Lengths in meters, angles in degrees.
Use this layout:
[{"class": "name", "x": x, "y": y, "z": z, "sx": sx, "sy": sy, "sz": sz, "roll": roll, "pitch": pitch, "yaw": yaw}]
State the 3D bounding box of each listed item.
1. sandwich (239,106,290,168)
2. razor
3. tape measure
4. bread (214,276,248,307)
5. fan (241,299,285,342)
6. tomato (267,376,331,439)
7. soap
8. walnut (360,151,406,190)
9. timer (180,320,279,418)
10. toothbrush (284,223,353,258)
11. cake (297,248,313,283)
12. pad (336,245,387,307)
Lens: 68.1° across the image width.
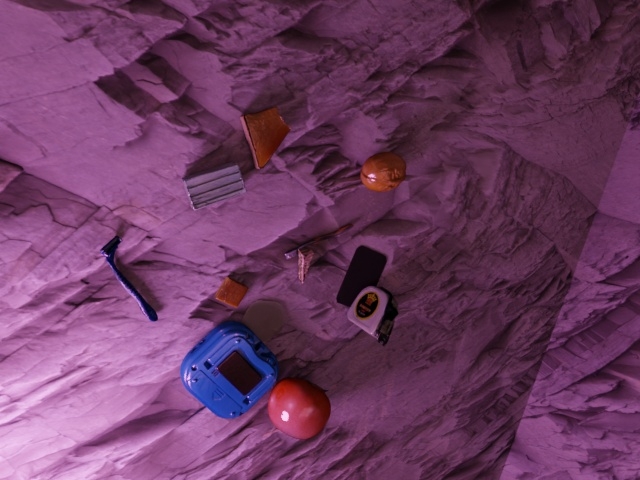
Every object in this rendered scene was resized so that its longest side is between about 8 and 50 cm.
[{"class": "sandwich", "x": -0.183, "y": -0.369, "z": 1.689, "sx": 0.162, "sy": 0.058, "sz": 0.193, "roll": -22, "pitch": 109, "yaw": -23}, {"class": "razor", "x": -0.636, "y": 0.145, "z": 1.577, "sx": 0.056, "sy": 0.093, "sz": 0.324, "roll": -12, "pitch": 118, "yaw": 17}, {"class": "tape measure", "x": 0.243, "y": 0.301, "z": 1.972, "sx": 0.115, "sy": 0.235, "sz": 0.207, "roll": 41, "pitch": 82, "yaw": -32}, {"class": "bread", "x": -0.330, "y": 0.191, "z": 1.757, "sx": 0.094, "sy": 0.035, "sz": 0.090, "roll": 32, "pitch": 86, "yaw": -31}, {"class": "fan", "x": -0.236, "y": 0.384, "z": 1.868, "sx": 0.182, "sy": 0.010, "sz": 0.311, "roll": 8, "pitch": 98, "yaw": -26}, {"class": "tomato", "x": -0.084, "y": 0.663, "z": 1.883, "sx": 0.255, "sy": 0.255, "sz": 0.225, "roll": 39, "pitch": 67, "yaw": -30}, {"class": "soap", "x": -0.365, "y": -0.190, "z": 1.630, "sx": 0.198, "sy": 0.063, "sz": 0.115, "roll": -22, "pitch": 113, "yaw": -22}, {"class": "walnut", "x": 0.256, "y": -0.274, "z": 1.897, "sx": 0.206, "sy": 0.159, "sz": 0.159, "roll": -11, "pitch": 107, "yaw": -33}, {"class": "timer", "x": -0.333, "y": 0.492, "z": 1.781, "sx": 0.309, "sy": 0.115, "sz": 0.340, "roll": -43, "pitch": 117, "yaw": -13}, {"class": "toothbrush", "x": -0.001, "y": -0.003, "z": 1.896, "sx": 0.320, "sy": 0.023, "sz": 0.031, "roll": -26, "pitch": 120, "yaw": -20}, {"class": "cake", "x": -0.073, "y": 0.100, "z": 1.854, "sx": 0.055, "sy": 0.051, "sz": 0.140, "roll": 5, "pitch": 110, "yaw": -36}, {"class": "pad", "x": 0.180, "y": 0.166, "z": 2.045, "sx": 0.181, "sy": 0.004, "sz": 0.267, "roll": 23, "pitch": 91, "yaw": -31}]
